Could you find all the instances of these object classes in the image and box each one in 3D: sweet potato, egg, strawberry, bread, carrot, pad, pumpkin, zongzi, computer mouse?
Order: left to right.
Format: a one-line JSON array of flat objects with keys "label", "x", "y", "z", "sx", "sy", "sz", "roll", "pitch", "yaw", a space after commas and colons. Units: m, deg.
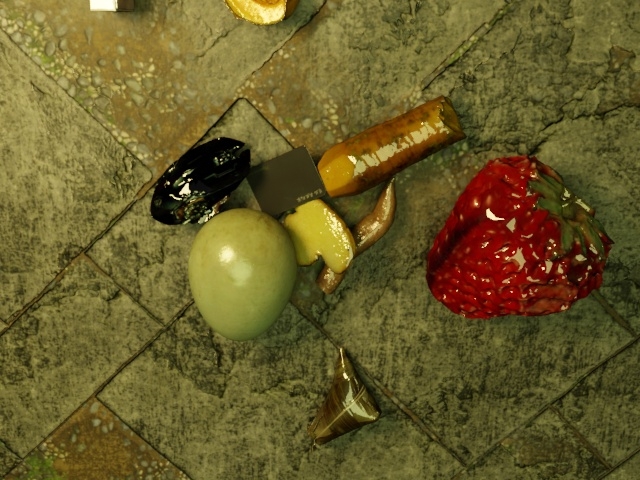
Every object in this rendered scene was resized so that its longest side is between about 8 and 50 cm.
[{"label": "computer mouse", "x": -0.244, "y": -0.120, "z": 1.392, "sx": 0.242, "sy": 0.077, "sz": 0.146, "roll": -37, "pitch": 78, "yaw": -3}, {"label": "egg", "x": -0.160, "y": 0.077, "z": 1.412, "sx": 0.219, "sy": 0.218, "sz": 0.295, "roll": 9, "pitch": 119, "yaw": -3}, {"label": "pumpkin", "x": -0.093, "y": -0.544, "z": 1.284, "sx": 0.163, "sy": 0.111, "sz": 0.278, "roll": 22, "pitch": 109, "yaw": 9}, {"label": "pad", "x": -0.073, "y": -0.119, "z": 1.427, "sx": 0.157, "sy": 0.003, "sz": 0.112, "roll": -21, "pitch": 100, "yaw": 26}, {"label": "bread", "x": 0.000, "y": 0.000, "z": 1.447, "sx": 0.187, "sy": 0.065, "sz": 0.149, "roll": 46, "pitch": 112, "yaw": 20}, {"label": "zongzi", "x": 0.019, "y": 0.360, "z": 1.582, "sx": 0.187, "sy": 0.084, "sz": 0.184, "roll": -30, "pitch": 91, "yaw": 13}, {"label": "sweet potato", "x": 0.088, "y": -0.008, "z": 1.468, "sx": 0.067, "sy": 0.059, "sz": 0.281, "roll": 42, "pitch": 102, "yaw": 6}, {"label": "carrot", "x": 0.141, "y": -0.184, "z": 1.387, "sx": 0.302, "sy": 0.114, "sz": 0.114, "roll": -27, "pitch": 106, "yaw": 7}, {"label": "strawberry", "x": 0.370, "y": 0.018, "z": 1.398, "sx": 0.318, "sy": 0.295, "sz": 0.345, "roll": 25, "pitch": 140, "yaw": -25}]

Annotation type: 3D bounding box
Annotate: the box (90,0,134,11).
[{"label": "box", "x": -0.384, "y": -0.487, "z": 1.273, "sx": 0.051, "sy": 0.130, "sz": 0.129, "roll": 1, "pitch": 108, "yaw": 0}]
